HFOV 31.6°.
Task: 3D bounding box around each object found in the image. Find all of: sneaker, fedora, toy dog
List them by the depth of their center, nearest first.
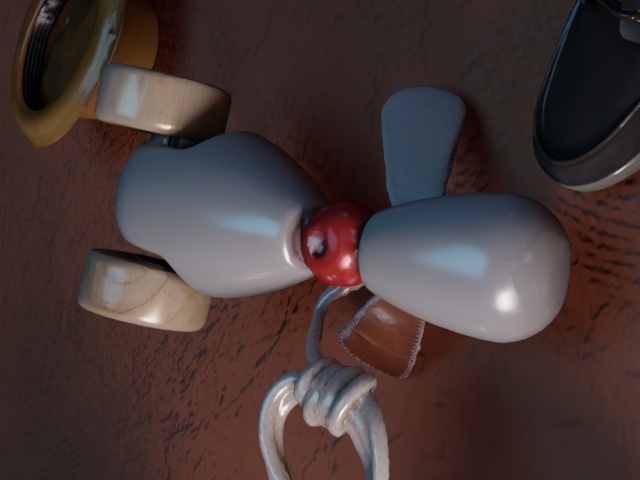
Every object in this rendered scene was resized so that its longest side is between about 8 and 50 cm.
[{"bbox_3d":[0.133,-0.128,0.506,0.083,0.118,0.222,50,122,45],"label":"sneaker"},{"bbox_3d":[0.000,0.000,0.668,0.333,0.161,0.220,37,110,34],"label":"toy dog"},{"bbox_3d":[-0.196,-0.167,0.982,0.194,0.079,0.194,-20,62,45],"label":"fedora"}]
